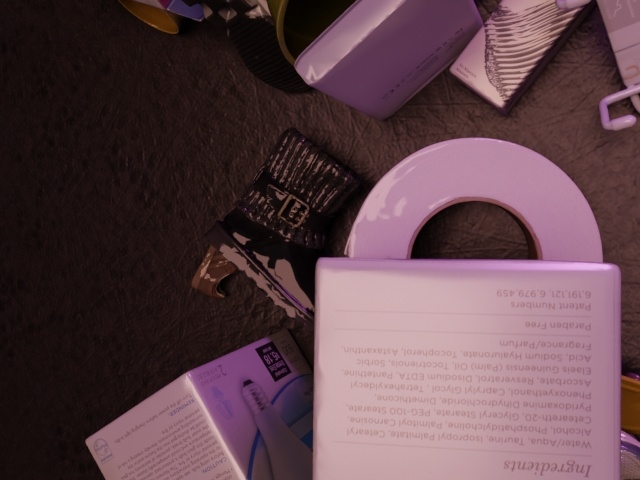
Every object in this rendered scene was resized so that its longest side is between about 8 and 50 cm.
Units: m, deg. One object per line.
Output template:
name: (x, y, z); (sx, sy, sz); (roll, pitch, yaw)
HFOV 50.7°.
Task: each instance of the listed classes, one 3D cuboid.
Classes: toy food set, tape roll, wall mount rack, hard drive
toy food set: (0.430, 0.220, 1.044); (0.218, 0.071, 0.128); (17, 135, 9)
tape roll: (0.235, 0.032, 1.065); (0.392, 0.072, 0.391); (1, 96, 6)
wall mount rack: (0.493, -0.295, 0.883); (0.304, 0.130, 0.350); (-18, 122, 28)
hard drive: (0.120, -0.287, 0.992); (0.233, 0.353, 0.047); (-40, 79, 17)

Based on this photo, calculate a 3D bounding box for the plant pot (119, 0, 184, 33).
plant pot: (-0.303, -0.468, 1.266); (0.134, 0.134, 0.095); (25, 83, 17)

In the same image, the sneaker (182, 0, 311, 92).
sneaker: (-0.106, -0.396, 1.140); (0.123, 0.330, 0.146); (-13, 49, 36)

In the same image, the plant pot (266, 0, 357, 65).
plant pot: (0.032, -0.510, 1.042); (0.366, 0.366, 0.353); (-33, 70, 18)

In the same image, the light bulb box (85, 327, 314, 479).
light bulb box: (-0.115, 0.379, 1.104); (0.225, 0.358, 0.361); (-35, 82, 20)

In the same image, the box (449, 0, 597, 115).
box: (0.332, -0.339, 1.051); (0.113, 0.094, 0.275); (40, 104, 14)

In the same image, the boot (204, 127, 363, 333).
boot: (-0.001, -0.001, 1.169); (0.348, 0.131, 0.260); (42, 92, -1)

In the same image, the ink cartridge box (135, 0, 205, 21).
ink cartridge box: (-0.285, -0.576, 1.205); (0.330, 0.071, 0.324); (21, 73, 16)

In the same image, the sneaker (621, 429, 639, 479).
sneaker: (0.360, 0.358, 1.045); (0.283, 0.122, 0.110); (-5, 113, 24)

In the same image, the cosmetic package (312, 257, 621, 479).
cosmetic package: (0.172, 0.219, 0.857); (0.328, 0.329, 0.393); (1, 87, 9)

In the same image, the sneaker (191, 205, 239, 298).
sneaker: (-0.174, 0.023, 1.276); (0.071, 0.066, 0.188); (29, 107, -1)
